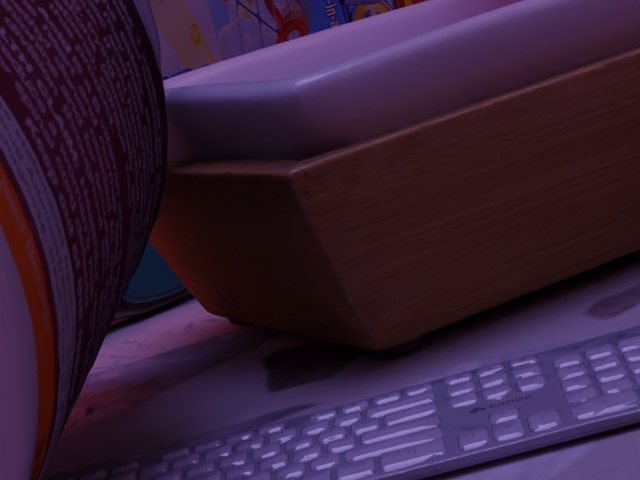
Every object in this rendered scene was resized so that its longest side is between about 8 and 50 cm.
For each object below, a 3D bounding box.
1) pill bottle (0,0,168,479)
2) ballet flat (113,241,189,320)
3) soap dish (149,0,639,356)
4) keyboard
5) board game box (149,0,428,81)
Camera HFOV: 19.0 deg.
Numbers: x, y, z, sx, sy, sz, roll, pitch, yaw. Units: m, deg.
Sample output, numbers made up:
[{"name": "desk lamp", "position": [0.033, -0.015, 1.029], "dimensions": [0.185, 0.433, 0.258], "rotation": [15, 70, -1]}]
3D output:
[{"name": "pill bottle", "position": [-0.169, -0.017, 0.626], "dimensions": [0.224, 0.224, 0.392], "rotation": [-14, 16, 7]}, {"name": "ballet flat", "position": [-0.123, 0.022, 0.965], "dimensions": [0.168, 0.057, 0.052], "rotation": [-24, 3, -42]}, {"name": "soap dish", "position": [0.074, -0.048, 0.845], "dimensions": [0.290, 0.118, 0.229], "rotation": [-20, 10, -23]}, {"name": "keyboard", "position": [-0.002, 0.069, 0.607], "dimensions": [0.256, 0.014, 0.072], "rotation": [-15, 9, 3]}, {"name": "board game box", "position": [-0.066, -0.153, 1.113], "dimensions": [0.302, 0.308, 0.086], "rotation": [-20, 11, -21]}]
